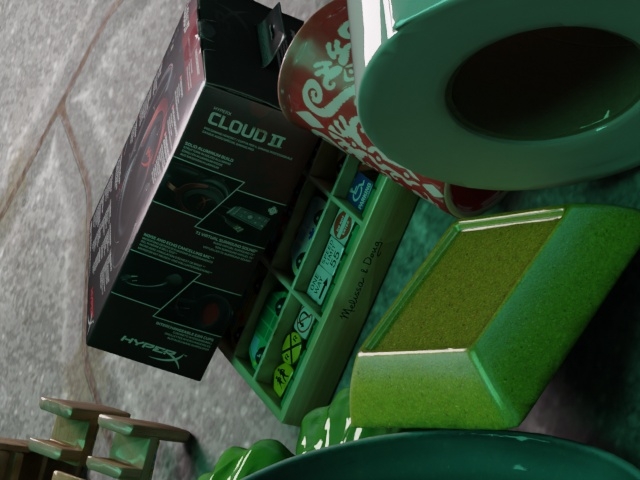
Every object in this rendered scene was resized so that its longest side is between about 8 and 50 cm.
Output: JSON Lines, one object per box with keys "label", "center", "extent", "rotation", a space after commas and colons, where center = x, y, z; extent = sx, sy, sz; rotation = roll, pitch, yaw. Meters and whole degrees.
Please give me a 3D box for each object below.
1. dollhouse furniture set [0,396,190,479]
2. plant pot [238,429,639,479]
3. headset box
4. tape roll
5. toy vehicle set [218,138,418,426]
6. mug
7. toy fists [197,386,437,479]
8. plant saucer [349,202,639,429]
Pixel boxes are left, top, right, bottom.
{"label": "dollhouse furniture set", "center": [-0.226, 0.256, 1.765], "extent": [0.242, 0.161, 0.212], "rotation": [13, 88, 37]}
{"label": "plant pot", "center": [0.066, 0.259, 1.152], "extent": [0.293, 0.293, 0.196], "rotation": [20, 120, 59]}
{"label": "headset box", "center": [-0.098, -0.066, 1.619], "extent": [0.218, 0.110, 0.293], "rotation": [-101, 34, -60]}
{"label": "tape roll", "center": [0.137, -0.164, 1.220], "extent": [0.246, 0.246, 0.169], "rotation": [-38, 46, 45]}
{"label": "toy vehicle set", "center": [0.000, 0.000, 1.567], "extent": [0.166, 0.035, 0.267], "rotation": [42, 112, 56]}
{"label": "mug", "center": [0.076, -0.109, 1.399], "extent": [0.169, 0.113, 0.150], "rotation": [37, 88, 36]}
{"label": "toy fists", "center": [-0.013, 0.202, 1.411], "extent": [0.279, 0.096, 0.142], "rotation": [-33, 34, 39]}
{"label": "plant saucer", "center": [0.108, 0.042, 1.280], "extent": [0.188, 0.045, 0.188], "rotation": [-52, 22, -25]}
